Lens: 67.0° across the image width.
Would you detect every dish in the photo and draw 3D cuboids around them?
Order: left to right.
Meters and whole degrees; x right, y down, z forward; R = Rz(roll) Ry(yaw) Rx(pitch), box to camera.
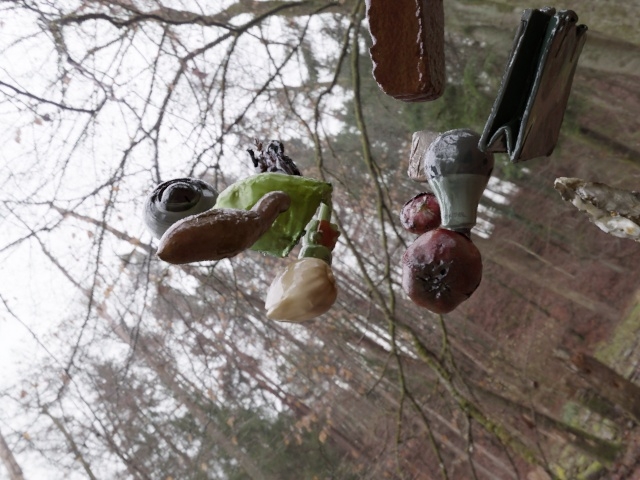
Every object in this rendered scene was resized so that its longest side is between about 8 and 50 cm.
[{"bbox_3d":[-0.466,-0.135,1.611,0.273,0.273,0.134,-38,-28,-29],"label":"dish"}]

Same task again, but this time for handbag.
[{"bbox_3d":[0.405,-0.278,0.895,0.247,0.079,0.260,-17,-53,-49],"label":"handbag"}]

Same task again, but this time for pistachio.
[{"bbox_3d":[-0.046,0.102,0.954,0.145,0.117,0.200,-15,-8,-36],"label":"pistachio"}]

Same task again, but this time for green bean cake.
[{"bbox_3d":[0.147,-0.362,0.831,0.198,0.097,0.233,-15,-77,-60],"label":"green bean cake"}]

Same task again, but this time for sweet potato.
[{"bbox_3d":[-0.169,-0.029,0.992,0.385,0.109,0.109,-27,-43,-51],"label":"sweet potato"}]

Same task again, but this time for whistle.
[{"bbox_3d":[0.000,0.000,1.507,0.131,0.106,0.289,61,-141,-60],"label":"whistle"}]

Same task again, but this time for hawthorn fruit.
[{"bbox_3d":[0.263,0.056,1.079,0.235,0.181,0.181,-52,-17,-72],"label":"hawthorn fruit"}]

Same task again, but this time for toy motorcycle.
[{"bbox_3d":[-0.199,-0.290,1.931,0.207,0.401,0.134,-43,-25,25],"label":"toy motorcycle"}]

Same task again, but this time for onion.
[{"bbox_3d":[0.400,-0.092,1.849,0.184,0.184,0.147,-53,-50,-8],"label":"onion"}]

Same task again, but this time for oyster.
[{"bbox_3d":[0.880,-0.103,1.459,0.110,0.341,0.166,-57,-29,-11],"label":"oyster"}]

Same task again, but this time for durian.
[{"bbox_3d":[-0.145,-0.071,1.345,0.339,0.204,0.256,10,-70,-12],"label":"durian"}]

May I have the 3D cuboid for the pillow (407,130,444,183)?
[{"bbox_3d":[0.409,-0.304,1.754,0.067,0.173,0.270,72,-154,-47],"label":"pillow"}]

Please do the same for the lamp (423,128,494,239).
[{"bbox_3d":[0.350,-0.141,1.291,0.181,0.181,0.314,16,-89,-57],"label":"lamp"}]
